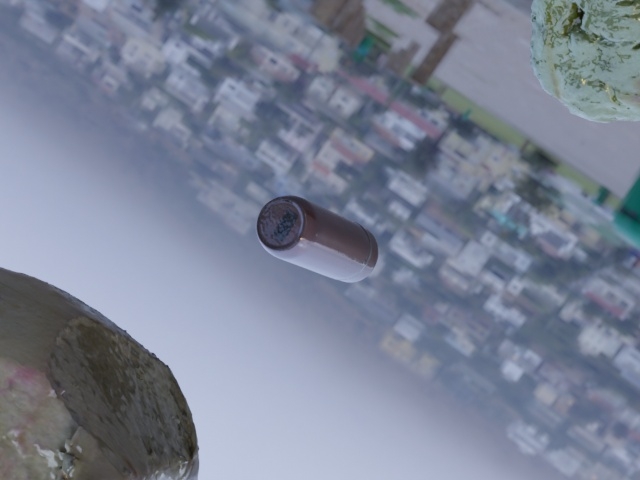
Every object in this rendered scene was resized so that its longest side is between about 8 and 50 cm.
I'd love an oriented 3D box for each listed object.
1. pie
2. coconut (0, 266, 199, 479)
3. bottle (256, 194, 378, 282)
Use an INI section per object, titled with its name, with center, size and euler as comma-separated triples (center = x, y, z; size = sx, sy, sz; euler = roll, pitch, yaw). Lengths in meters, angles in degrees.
[pie]
center = 0.274, -0.211, 1.077
size = 0.201, 0.248, 0.090
euler = -10, -146, -7
[coconut]
center = -0.162, 0.101, 0.633
size = 0.194, 0.194, 0.194
euler = 34, -173, -5
[bottle]
center = 0.000, 0.000, 1.093
size = 0.053, 0.053, 0.140
euler = 39, -172, 29
